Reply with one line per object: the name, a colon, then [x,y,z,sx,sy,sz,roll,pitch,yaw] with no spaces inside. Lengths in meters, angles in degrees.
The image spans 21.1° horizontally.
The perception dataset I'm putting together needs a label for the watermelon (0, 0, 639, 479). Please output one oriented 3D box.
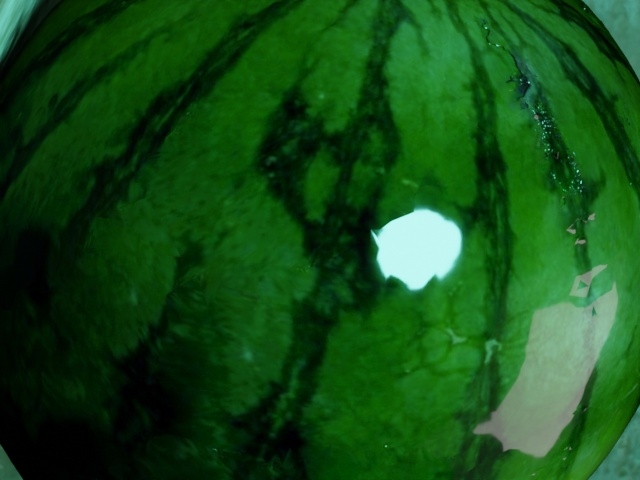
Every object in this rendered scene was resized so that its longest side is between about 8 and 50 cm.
watermelon: [-0.001,0.004,0.571,0.242,0.242,0.242,-62,-173,13]
